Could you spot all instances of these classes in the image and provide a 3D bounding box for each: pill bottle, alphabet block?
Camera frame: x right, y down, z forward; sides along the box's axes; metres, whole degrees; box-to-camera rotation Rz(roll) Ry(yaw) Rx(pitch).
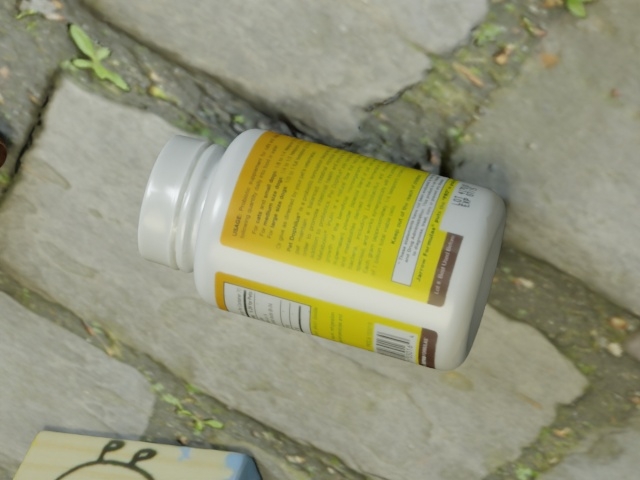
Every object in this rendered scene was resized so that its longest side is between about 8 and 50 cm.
[{"bbox_3d":[0.000,0.000,1.089,0.215,0.117,0.117,15,139,10],"label":"pill bottle"},{"bbox_3d":[-0.151,0.289,1.414,0.197,0.192,0.193,3,133,21],"label":"alphabet block"}]

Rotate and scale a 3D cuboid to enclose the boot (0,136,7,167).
[{"bbox_3d":[-0.325,-0.095,1.185,0.219,0.106,0.082,4,139,-20],"label":"boot"}]
